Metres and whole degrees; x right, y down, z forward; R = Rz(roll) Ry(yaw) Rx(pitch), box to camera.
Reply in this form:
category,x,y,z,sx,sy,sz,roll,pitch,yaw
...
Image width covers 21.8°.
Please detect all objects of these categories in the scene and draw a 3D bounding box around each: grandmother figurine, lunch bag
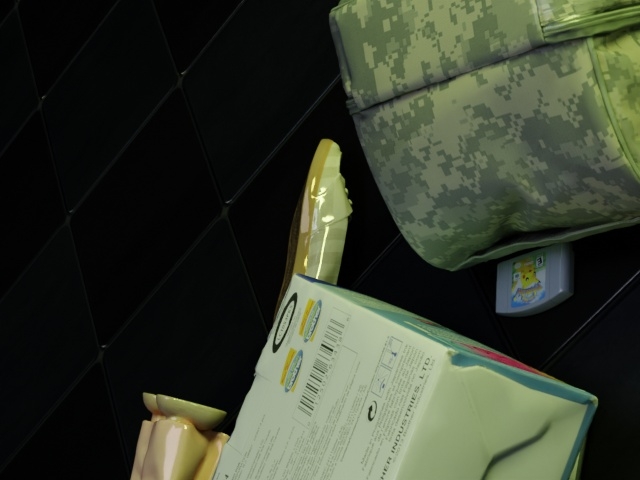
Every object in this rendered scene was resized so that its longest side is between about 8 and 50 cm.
category,x,y,z,sx,sy,sz,roll,pitch,yaw
grandmother figurine,-0.179,0.331,1.687,0.208,0.104,0.342,154,131,-78
lunch bag,0.176,-0.119,1.385,0.305,0.212,0.256,-14,88,47

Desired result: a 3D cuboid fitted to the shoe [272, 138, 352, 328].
category,x,y,z,sx,sy,sz,roll,pitch,yaw
shoe,0.000,0.000,1.682,0.076,0.058,0.219,117,166,-66

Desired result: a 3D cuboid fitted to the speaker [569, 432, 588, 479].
category,x,y,z,sx,sy,sz,roll,pitch,yaw
speaker,0.182,0.188,1.335,0.055,0.055,0.136,-8,64,50

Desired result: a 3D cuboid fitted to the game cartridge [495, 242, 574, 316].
category,x,y,z,sx,sy,sz,roll,pitch,yaw
game cartridge,0.186,0.037,1.450,0.083,0.017,0.056,-22,58,44

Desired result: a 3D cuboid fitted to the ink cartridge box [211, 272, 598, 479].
category,x,y,z,sx,sy,sz,roll,pitch,yaw
ink cartridge box,0.034,0.189,1.398,0.395,0.151,0.270,22,90,66
